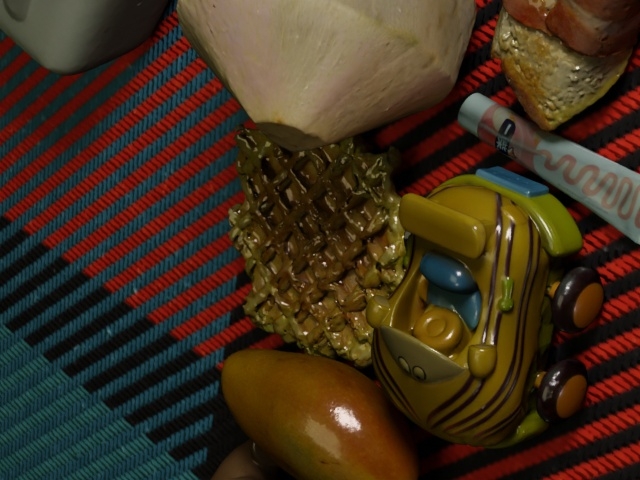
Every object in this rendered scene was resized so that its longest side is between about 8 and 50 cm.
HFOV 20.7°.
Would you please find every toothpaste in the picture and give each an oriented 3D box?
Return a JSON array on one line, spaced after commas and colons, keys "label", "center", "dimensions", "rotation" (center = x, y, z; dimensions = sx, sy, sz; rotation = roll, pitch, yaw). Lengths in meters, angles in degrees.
[{"label": "toothpaste", "center": [0.201, -0.066, 1.475], "dimensions": [0.205, 0.036, 0.056], "rotation": [34, 120, 34]}]

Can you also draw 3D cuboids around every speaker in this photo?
[{"label": "speaker", "center": [-0.323, -0.364, 1.822], "dimensions": [0.406, 0.183, 0.184], "rotation": [42, 134, 15]}]

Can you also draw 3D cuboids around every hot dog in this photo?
[{"label": "hot dog", "center": [0.209, -0.212, 1.392], "dimensions": [0.123, 0.093, 0.262], "rotation": [40, 141, 24]}]

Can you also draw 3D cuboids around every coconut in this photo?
[{"label": "coconut", "center": [-0.001, -0.193, 1.499], "dimensions": [0.259, 0.259, 0.259], "rotation": [13, 108, 45]}]

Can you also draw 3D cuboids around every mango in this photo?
[{"label": "mango", "center": [-0.006, 0.169, 1.686], "dimensions": [0.253, 0.113, 0.138], "rotation": [30, 154, 39]}]

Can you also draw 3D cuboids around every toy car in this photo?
[{"label": "toy car", "center": [0.123, 0.065, 1.506], "dimensions": [0.200, 0.142, 0.248], "rotation": [22, 114, 43]}]

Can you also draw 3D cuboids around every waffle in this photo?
[{"label": "waffle", "center": [0.001, 0.000, 1.695], "dimensions": [0.245, 0.052, 0.254], "rotation": [10, 107, 45]}]

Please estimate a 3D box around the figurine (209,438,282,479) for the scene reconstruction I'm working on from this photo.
[{"label": "figurine", "center": [-0.118, 0.318, 1.804], "dimensions": [0.247, 0.173, 0.177], "rotation": [-43, 67, 44]}]
